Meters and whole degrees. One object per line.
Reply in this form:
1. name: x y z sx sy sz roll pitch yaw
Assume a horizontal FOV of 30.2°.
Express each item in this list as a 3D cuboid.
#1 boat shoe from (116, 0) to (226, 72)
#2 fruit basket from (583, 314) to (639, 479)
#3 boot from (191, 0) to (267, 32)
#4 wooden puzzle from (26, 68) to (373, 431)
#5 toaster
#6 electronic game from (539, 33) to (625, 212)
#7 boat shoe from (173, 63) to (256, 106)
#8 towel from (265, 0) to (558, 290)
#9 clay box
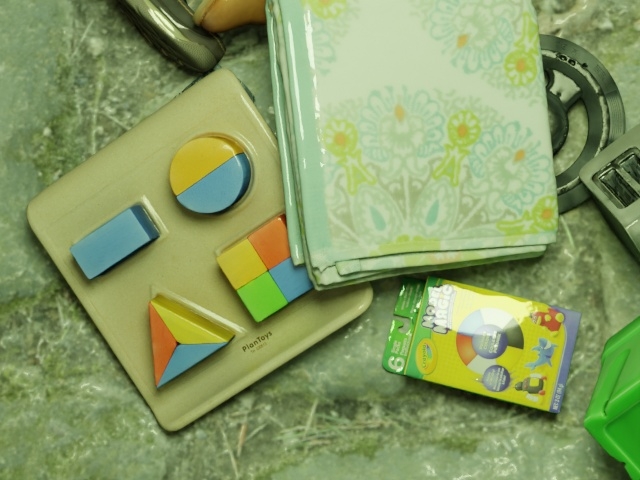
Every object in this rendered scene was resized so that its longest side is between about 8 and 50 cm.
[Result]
1. boat shoe: -0.229 -0.369 1.508 0.130 0.132 0.355 -40 79 -5
2. fruit basket: 0.533 0.183 1.349 0.392 0.283 0.392 17 49 -21
3. boot: 0.002 -0.257 1.461 0.283 0.109 0.220 -30 87 -35
4. wooden puzzle: -0.156 0.015 1.439 0.322 0.080 0.348 -33 87 10
5. toaster: 0.415 -0.062 1.392 0.168 0.186 0.110 -35 120 8
6. electronic game: 0.264 -0.143 1.481 0.229 0.048 0.229 0 90 8
7. boat shoe: -0.099 -0.145 1.503 0.183 0.065 0.083 43 89 10
8. towel: 0.108 -0.144 1.391 0.320 0.090 0.375 -7 91 -15
9. clay box: 0.194 0.124 1.449 0.222 0.053 0.128 13 83 6
